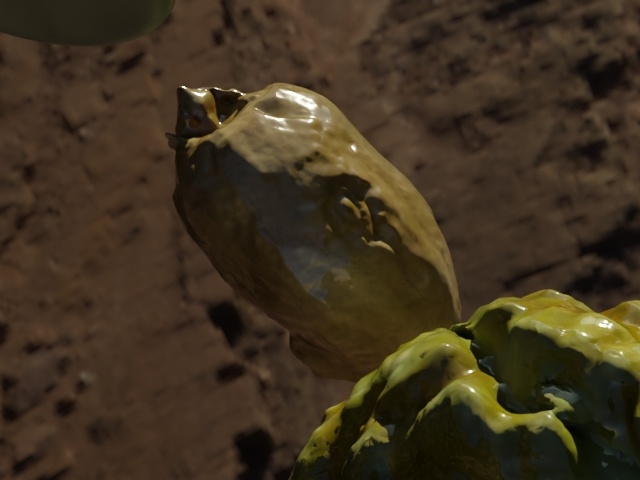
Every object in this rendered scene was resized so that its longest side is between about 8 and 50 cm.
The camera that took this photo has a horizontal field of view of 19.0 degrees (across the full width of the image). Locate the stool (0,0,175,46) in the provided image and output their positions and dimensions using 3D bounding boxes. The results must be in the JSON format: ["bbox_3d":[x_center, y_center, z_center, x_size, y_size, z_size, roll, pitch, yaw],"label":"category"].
[{"bbox_3d":[-0.171,-0.252,1.215,0.195,0.195,0.198,-1,67,27],"label":"stool"}]

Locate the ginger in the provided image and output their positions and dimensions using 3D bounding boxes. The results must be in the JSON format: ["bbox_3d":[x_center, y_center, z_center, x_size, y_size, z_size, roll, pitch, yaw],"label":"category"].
[{"bbox_3d":[0.000,0.000,1.259,0.138,0.267,0.152,-43,15,-35],"label":"ginger"}]

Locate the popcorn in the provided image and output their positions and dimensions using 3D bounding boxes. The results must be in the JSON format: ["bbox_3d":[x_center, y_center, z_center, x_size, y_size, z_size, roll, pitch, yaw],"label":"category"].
[{"bbox_3d":[0.121,0.168,1.032,0.335,0.279,0.274,20,23,18],"label":"popcorn"}]
